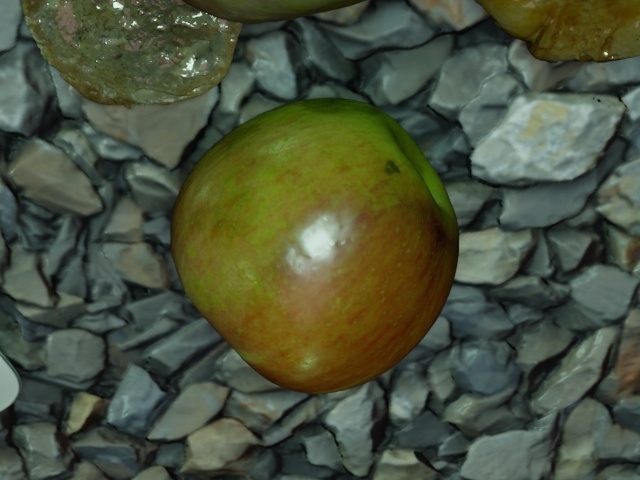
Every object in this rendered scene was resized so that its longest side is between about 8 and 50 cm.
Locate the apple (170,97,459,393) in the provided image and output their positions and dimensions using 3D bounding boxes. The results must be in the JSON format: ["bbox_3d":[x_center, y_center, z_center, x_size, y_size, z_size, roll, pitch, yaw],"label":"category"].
[{"bbox_3d":[0.000,0.000,0.964,0.196,0.196,0.196,-1,128,-1],"label":"apple"}]

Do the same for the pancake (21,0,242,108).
[{"bbox_3d":[-0.124,-0.148,0.946,0.152,0.025,0.151,-2,128,-2],"label":"pancake"}]

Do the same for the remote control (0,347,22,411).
[{"bbox_3d":[-0.305,0.044,1.080,0.073,0.044,0.229,-29,115,15],"label":"remote control"}]

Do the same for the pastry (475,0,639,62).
[{"bbox_3d":[0.168,-0.177,0.899,0.153,0.081,0.153,-7,133,-8],"label":"pastry"}]

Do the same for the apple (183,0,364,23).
[{"bbox_3d":[-0.001,-0.238,0.748,0.257,0.257,0.234,-21,96,14],"label":"apple"}]
